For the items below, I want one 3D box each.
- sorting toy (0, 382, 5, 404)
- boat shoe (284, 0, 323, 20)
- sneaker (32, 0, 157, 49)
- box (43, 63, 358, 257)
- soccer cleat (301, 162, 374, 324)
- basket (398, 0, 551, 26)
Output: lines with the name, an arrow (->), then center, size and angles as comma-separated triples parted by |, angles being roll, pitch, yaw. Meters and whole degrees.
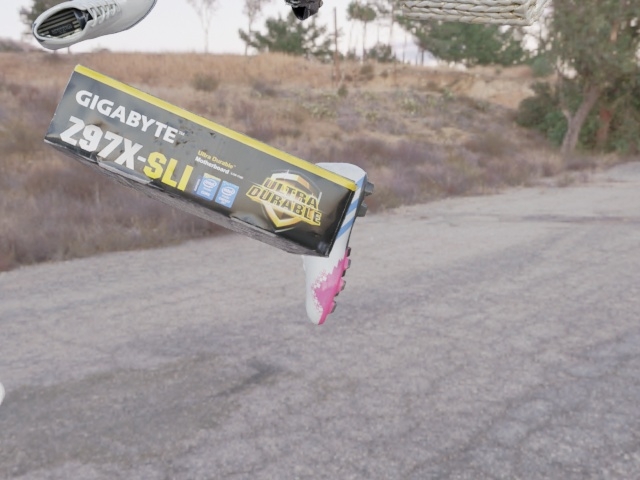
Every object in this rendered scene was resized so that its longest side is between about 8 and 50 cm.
sorting toy -> -0.188, 0.076, 0.335 | 0.075, 0.083, 0.045 | -37, -36, 10
boat shoe -> -0.040, -0.499, 1.375 | 0.075, 0.065, 0.206 | 43, 10, 1
sneaker -> -0.436, -0.438, 1.299 | 0.258, 0.094, 0.091 | -28, 22, -3
box -> -0.117, -0.063, 0.708 | 0.257, 0.079, 0.322 | 24, -4, -7
soccer cleat -> 0.000, 0.000, 1.353 | 0.143, 0.331, 0.116 | 16, -4, -1
basket -> 0.315, -0.605, 1.242 | 0.331, 0.266, 0.328 | 21, 64, 44
